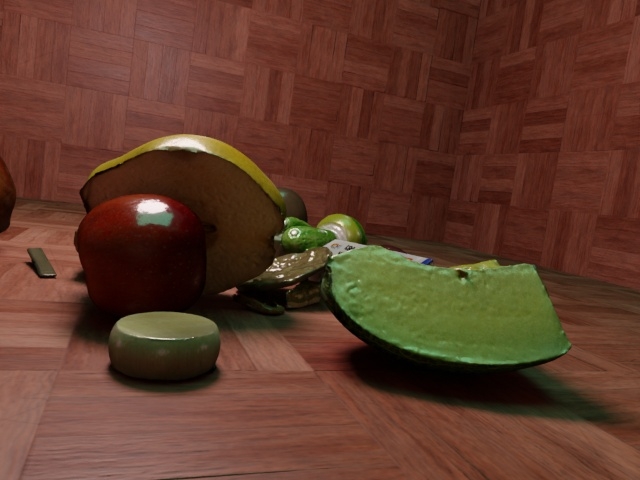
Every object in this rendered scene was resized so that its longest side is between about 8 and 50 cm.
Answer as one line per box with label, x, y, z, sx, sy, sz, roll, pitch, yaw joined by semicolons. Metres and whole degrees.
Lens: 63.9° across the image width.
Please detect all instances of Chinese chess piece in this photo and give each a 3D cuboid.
Chinese chess piece;-0.207;0.140;0.688;0.144;0.058;0.144;6;5;-1

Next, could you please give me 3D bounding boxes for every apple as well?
apple;-0.299;0.029;0.876;0.201;0.218;0.218;-8;12;-23

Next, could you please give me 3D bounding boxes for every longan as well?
longan;-0.168;-0.076;1.954;0.258;0.258;0.258;8;5;-1

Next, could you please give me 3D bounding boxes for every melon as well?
melon;0.173;0.104;0.845;0.343;0.226;0.331;-6;19;-5

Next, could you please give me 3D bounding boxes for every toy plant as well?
toy plant;0.000;0.000;1.639;0.224;0.184;0.316;42;22;26

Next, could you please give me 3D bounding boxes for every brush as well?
brush;-0.631;0.056;1.157;0.034;0.027;0.190;-1;17;-38

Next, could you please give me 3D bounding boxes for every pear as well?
pear;-0.272;-0.068;1.061;0.386;0.340;0.191;12;30;-13

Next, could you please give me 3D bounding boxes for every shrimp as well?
shrimp;-0.127;0.132;1.067;0.114;0.023;0.083;15;4;18

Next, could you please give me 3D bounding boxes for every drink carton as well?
drink carton;0.116;0.088;1.268;0.315;0.106;0.130;12;30;42

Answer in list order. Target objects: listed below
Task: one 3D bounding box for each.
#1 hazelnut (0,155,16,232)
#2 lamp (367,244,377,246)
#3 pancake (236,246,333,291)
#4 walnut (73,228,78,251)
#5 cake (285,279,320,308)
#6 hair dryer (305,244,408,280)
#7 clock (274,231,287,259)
hazelnut;-0.924;-0.133;1.202;0.366;0.366;0.366;8;5;-1
lamp;0.177;0.066;1.766;0.105;0.105;0.105;8;5;-1
pancake;-0.083;0.079;1.203;0.242;0.050;0.242;-19;10;4
walnut;-0.464;0.016;1.202;0.204;0.141;0.238;-3;4;31
cake;-0.037;0.122;1.141;0.055;0.051;0.140;11;8;12
hair dryer;0.128;0.108;1.437;0.340;0.123;0.312;-6;20;-20
clock;-0.238;-0.029;1.715;0.324;0.108;0.265;29;11;21
